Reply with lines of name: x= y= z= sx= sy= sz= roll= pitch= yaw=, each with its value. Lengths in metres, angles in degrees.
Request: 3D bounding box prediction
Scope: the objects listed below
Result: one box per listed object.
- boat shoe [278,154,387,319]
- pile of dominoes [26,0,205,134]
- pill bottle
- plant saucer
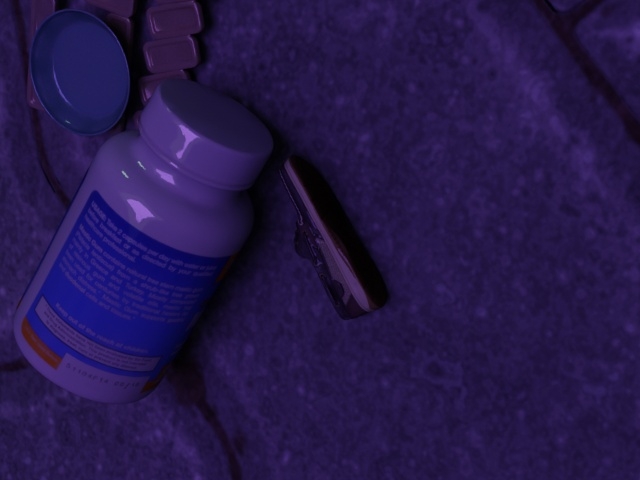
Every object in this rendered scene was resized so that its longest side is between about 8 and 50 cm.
boat shoe: x=0.000 y=0.000 z=1.033 sx=0.049 sy=0.056 sz=0.152 roll=-31 pitch=84 yaw=24
pile of dominoes: x=-0.180 y=-0.220 z=1.113 sx=0.196 sy=0.040 sz=0.251 roll=21 pitch=117 yaw=23
pill bottle: x=-0.152 y=-0.001 z=1.060 sx=0.152 sy=0.152 sz=0.272 roll=41 pitch=115 yaw=16
plant saucer: x=-0.220 y=-0.158 z=1.120 sx=0.119 sy=0.021 sz=0.119 roll=10 pitch=111 yaw=28
